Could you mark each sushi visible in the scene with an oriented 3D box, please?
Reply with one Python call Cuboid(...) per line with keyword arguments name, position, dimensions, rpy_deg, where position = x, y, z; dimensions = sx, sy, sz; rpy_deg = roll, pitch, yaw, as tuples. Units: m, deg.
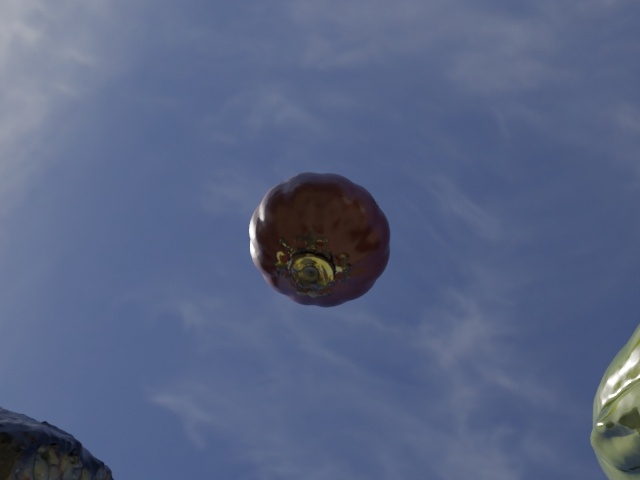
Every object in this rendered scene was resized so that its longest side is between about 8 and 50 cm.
Cuboid(name="sushi", position=(-0.248, 0.199, 1.188), dimensions=(0.126, 0.225, 0.136), rpy_deg=(16, -107, 22))

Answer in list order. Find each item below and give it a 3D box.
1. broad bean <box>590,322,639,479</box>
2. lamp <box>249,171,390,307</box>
Cuboid(name="broad bean", position=(0.251, 0.062, 0.814), dimensions=(0.238, 0.291, 0.119), rpy_deg=(-37, -105, 18))
Cuboid(name="lamp", position=(0.000, 0.000, 1.071), dimensions=(0.101, 0.090, 0.101), rpy_deg=(5, -58, 8))
